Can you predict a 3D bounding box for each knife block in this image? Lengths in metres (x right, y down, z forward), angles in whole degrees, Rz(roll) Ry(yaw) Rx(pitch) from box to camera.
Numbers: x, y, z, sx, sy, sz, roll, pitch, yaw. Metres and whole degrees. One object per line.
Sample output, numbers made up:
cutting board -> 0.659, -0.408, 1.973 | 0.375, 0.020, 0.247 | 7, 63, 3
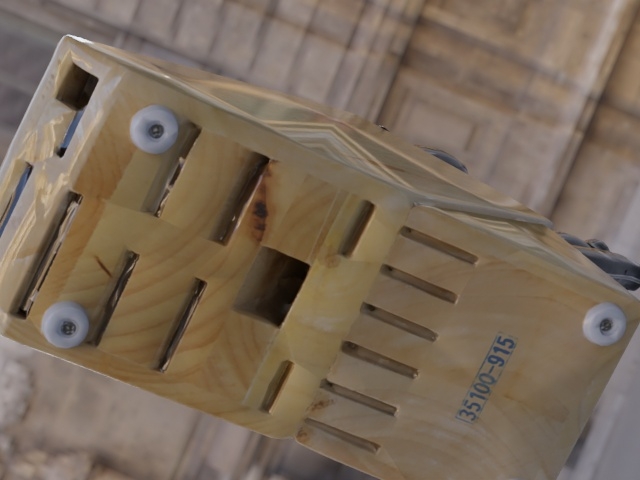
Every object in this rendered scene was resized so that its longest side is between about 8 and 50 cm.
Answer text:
knife block -> 0.000, 0.000, 0.650 | 0.088, 0.275, 0.242 | -64, 22, 9
